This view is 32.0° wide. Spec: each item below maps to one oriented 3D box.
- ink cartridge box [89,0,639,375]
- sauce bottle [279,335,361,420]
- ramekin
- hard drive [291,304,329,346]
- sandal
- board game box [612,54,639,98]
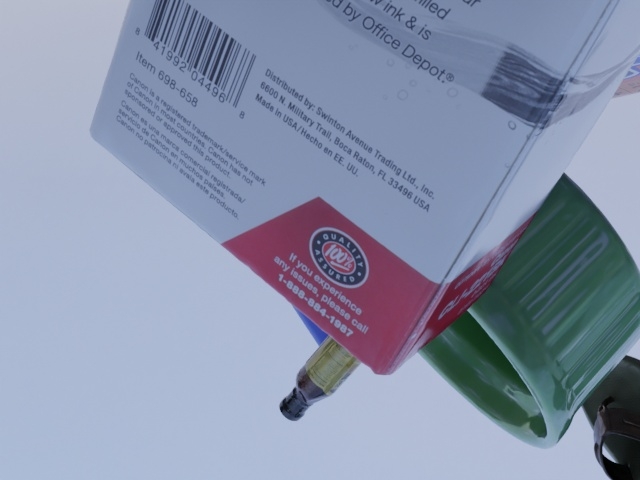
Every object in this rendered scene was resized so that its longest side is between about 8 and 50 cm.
[{"bbox_3d":[0.034,-0.111,0.486,0.197,0.273,0.114,39,-142,16],"label":"ink cartridge box"},{"bbox_3d":[0.004,0.124,1.058,0.042,0.128,0.042,25,-143,-20],"label":"sauce bottle"},{"bbox_3d":[0.156,0.030,1.029,0.148,0.303,0.303,-41,-145,-10],"label":"ramekin"},{"bbox_3d":[0.000,0.000,1.636,0.040,0.210,0.319,-11,-120,-48],"label":"hard drive"},{"bbox_3d":[0.391,0.260,1.353,0.086,0.120,0.303,20,-141,-37],"label":"sandal"},{"bbox_3d":[0.197,-0.328,0.865,0.356,0.357,0.356,-8,168,42],"label":"board game box"}]
